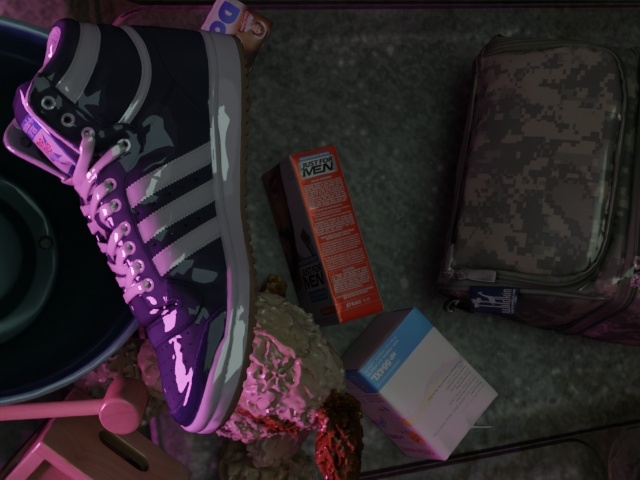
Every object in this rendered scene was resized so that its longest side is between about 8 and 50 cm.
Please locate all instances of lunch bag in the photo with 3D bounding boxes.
[{"bbox_3d":[0.263,-0.050,1.014,0.256,0.212,0.305,11,76,-1],"label":"lunch bag"}]

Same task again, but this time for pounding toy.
[{"bbox_3d":[-0.198,0.174,0.805,0.181,0.094,0.206,40,113,-10],"label":"pounding toy"}]

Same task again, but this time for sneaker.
[{"bbox_3d":[-0.128,-0.016,0.638,0.153,0.099,0.282,7,71,-28],"label":"sneaker"}]

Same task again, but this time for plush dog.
[{"bbox_3d":[-0.056,0.112,0.849,0.262,0.225,0.211,38,71,-11],"label":"plush dog"}]

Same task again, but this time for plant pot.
[{"bbox_3d":[-0.278,-0.006,0.768,0.271,0.255,0.272,4,80,-23],"label":"plant pot"}]

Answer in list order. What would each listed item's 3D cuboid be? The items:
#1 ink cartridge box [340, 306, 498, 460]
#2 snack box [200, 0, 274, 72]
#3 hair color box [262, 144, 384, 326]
[{"bbox_3d":[0.097,0.150,0.971,0.143,0.092,0.090,46,70,-7],"label":"ink cartridge box"},{"bbox_3d":[-0.113,-0.161,0.982,0.064,0.022,0.178,29,73,-13],"label":"snack box"},{"bbox_3d":[0.000,0.000,0.960,0.053,0.093,0.167,-14,86,-22],"label":"hair color box"}]
